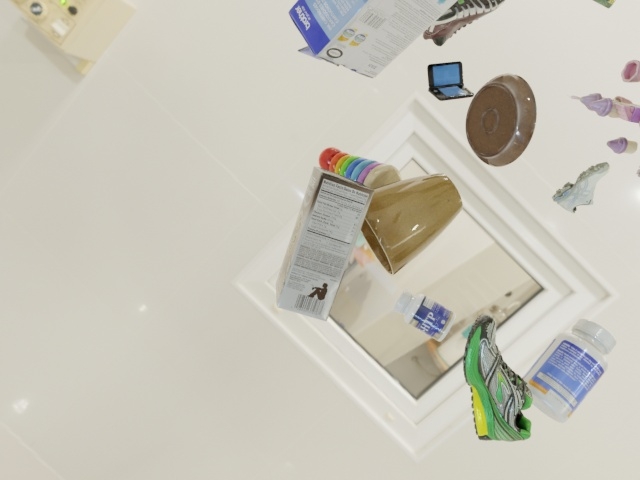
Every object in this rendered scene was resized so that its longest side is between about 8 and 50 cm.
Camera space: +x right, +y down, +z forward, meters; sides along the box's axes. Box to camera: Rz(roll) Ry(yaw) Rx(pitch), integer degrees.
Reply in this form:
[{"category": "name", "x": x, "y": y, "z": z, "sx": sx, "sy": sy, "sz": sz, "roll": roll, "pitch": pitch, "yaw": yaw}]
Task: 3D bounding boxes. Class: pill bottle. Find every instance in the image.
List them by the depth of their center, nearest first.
[{"category": "pill bottle", "x": 0.695, "y": 0.356, "z": 1.357, "sx": 0.152, "sy": 0.272, "sz": 0.152, "roll": 43, "pitch": -7, "yaw": 7}, {"category": "pill bottle", "x": 0.344, "y": 0.244, "z": 1.623, "sx": 0.187, "sy": 0.112, "sz": 0.112, "roll": 29, "pitch": 9, "yaw": 10}]

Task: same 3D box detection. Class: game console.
[{"category": "game console", "x": 0.455, "y": -0.556, "z": 1.694, "sx": 0.124, "sy": 0.144, "sz": 0.085, "roll": -118, "pitch": -157, "yaw": -43}]

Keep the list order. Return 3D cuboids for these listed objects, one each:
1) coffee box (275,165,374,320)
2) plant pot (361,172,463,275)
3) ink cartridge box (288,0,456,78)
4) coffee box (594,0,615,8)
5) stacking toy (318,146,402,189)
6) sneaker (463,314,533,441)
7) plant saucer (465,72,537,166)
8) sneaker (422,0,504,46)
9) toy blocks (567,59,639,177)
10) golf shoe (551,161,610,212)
[{"category": "coffee box", "x": 0.000, "y": 0.000, "z": 1.065, "sx": 0.119, "sy": 0.297, "sz": 0.168, "roll": 17, "pitch": 10, "yaw": -10}, {"category": "plant pot", "x": 0.241, "y": -0.069, "z": 1.305, "sx": 0.237, "sy": 0.254, "sz": 0.237, "roll": 61, "pitch": -3, "yaw": 5}, {"category": "ink cartridge box", "x": 0.120, "y": -0.538, "z": 1.115, "sx": 0.270, "sy": 0.395, "sz": 0.151, "roll": -7, "pitch": 63, "yaw": -53}, {"category": "coffee box", "x": 0.748, "y": -0.733, "z": 1.328, "sx": 0.184, "sy": 0.113, "sz": 0.040, "roll": 35, "pitch": 14, "yaw": 7}, {"category": "stacking toy", "x": 0.100, "y": -0.213, "z": 1.530, "sx": 0.141, "sy": 0.141, "sz": 0.330, "roll": 34, "pitch": 1, "yaw": -43}, {"category": "sneaker", "x": 0.452, "y": 0.344, "z": 1.222, "sx": 0.134, "sy": 0.146, "sz": 0.343, "roll": -35, "pitch": 113, "yaw": -56}, {"category": "plant saucer", "x": 0.320, "y": -0.220, "z": 0.891, "sx": 0.029, "sy": 0.168, "sz": 0.168, "roll": -2, "pitch": 35, "yaw": -23}, {"category": "sneaker", "x": 0.445, "y": -0.719, "z": 1.565, "sx": 0.162, "sy": 0.281, "sz": 0.106, "roll": 109, "pitch": -42, "yaw": -70}, {"category": "toy blocks", "x": 0.891, "y": -0.348, "z": 1.393, "sx": 0.260, "sy": 0.308, "sz": 0.288, "roll": 8, "pitch": 26, "yaw": -9}, {"category": "golf shoe", "x": 0.723, "y": -0.141, "z": 1.316, "sx": 0.086, "sy": 0.176, "sz": 0.069, "roll": 47, "pitch": 56, "yaw": 7}]
